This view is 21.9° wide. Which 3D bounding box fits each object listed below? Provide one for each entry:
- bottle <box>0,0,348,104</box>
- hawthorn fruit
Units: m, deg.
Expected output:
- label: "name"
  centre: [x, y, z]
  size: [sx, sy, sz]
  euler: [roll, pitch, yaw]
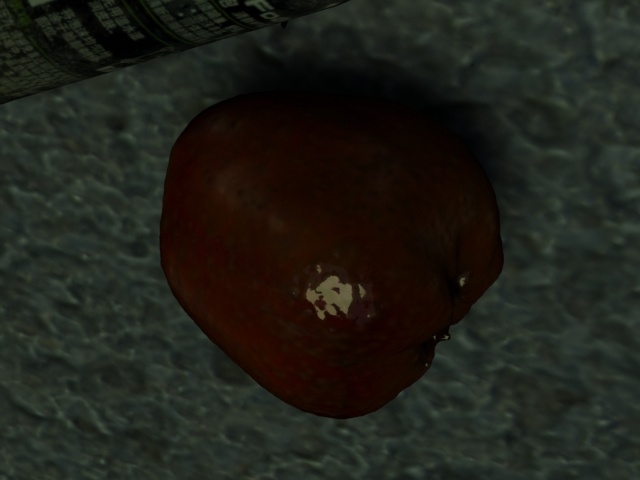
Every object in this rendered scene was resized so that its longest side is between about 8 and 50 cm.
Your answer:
- label: "bottle"
  centre: [-0.058, -0.117, 0.626]
  size: [0.330, 0.093, 0.093]
  euler: [-12, 121, 26]
- label: "hawthorn fruit"
  centre: [0.000, 0.000, 0.681]
  size: [0.138, 0.133, 0.133]
  euler: [34, 131, 12]
